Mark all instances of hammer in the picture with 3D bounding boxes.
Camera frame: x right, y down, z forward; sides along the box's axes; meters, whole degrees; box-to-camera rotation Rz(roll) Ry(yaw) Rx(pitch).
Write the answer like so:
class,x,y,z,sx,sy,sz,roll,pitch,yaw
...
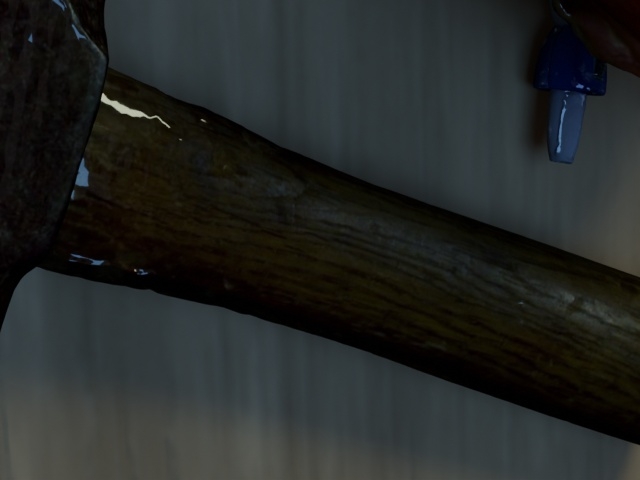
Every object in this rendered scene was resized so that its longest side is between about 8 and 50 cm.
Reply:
class,x,y,z,sx,sy,sz,roll,pitch,yaw
hammer,0.000,0.000,0.583,0.409,0.095,0.242,19,93,-30

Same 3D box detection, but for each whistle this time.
class,x,y,z,sx,sy,sz,roll,pitch,yaw
whistle,0.099,-0.071,0.646,0.033,0.029,0.083,5,93,-45

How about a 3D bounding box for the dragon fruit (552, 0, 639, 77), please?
class,x,y,z,sx,sy,sz,roll,pitch,yaw
dragon fruit,0.149,-0.192,0.532,0.250,0.250,0.315,-10,92,-23
